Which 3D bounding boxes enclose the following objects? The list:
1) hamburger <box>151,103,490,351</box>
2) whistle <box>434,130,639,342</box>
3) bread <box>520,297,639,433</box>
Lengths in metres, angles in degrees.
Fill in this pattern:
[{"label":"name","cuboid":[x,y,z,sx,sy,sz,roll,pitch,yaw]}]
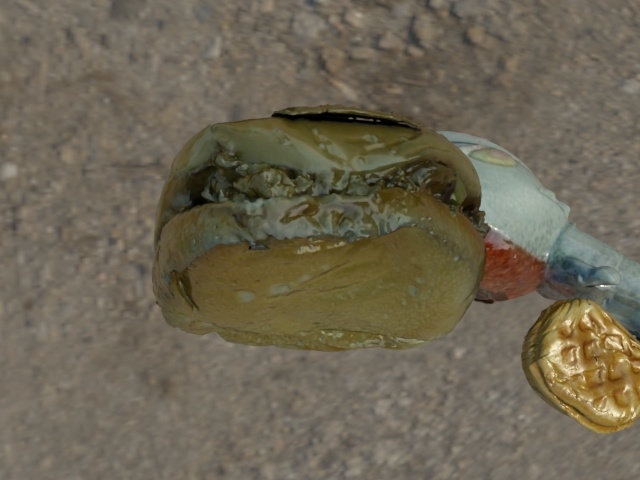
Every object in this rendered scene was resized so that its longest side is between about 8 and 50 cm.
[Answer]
[{"label":"hamburger","cuboid":[0.000,0.001,0.973,0.214,0.214,0.108,-19,64,25]},{"label":"whistle","cuboid":[0.173,0.014,1.278,0.346,0.142,0.133,28,63,7]},{"label":"bread","cuboid":[0.200,0.096,1.186,0.111,0.044,0.083,39,66,-14]}]
